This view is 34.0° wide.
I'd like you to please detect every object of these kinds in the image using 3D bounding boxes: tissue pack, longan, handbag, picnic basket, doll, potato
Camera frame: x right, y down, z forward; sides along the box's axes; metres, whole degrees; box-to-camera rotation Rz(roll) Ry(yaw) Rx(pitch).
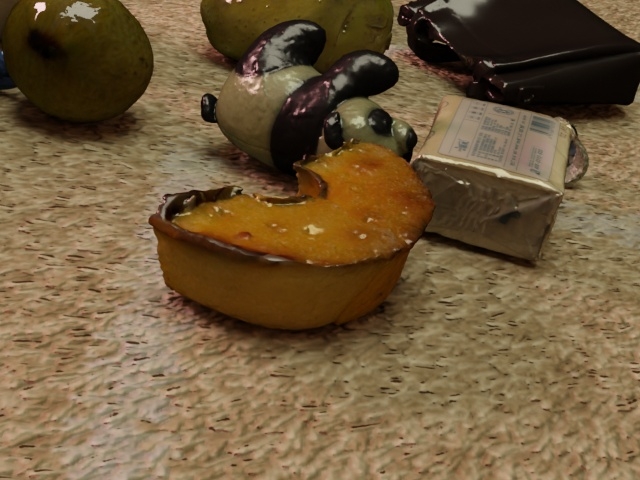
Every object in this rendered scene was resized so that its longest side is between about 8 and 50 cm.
[{"bbox_3d":[0.171,-0.069,1.060,0.148,0.092,0.196,16,28,9],"label":"tissue pack"},{"bbox_3d":[-0.251,-0.199,1.108,0.154,0.145,0.176,62,24,2],"label":"longan"},{"bbox_3d":[0.268,-0.268,1.433,0.257,0.113,0.285,-12,42,-25],"label":"handbag"},{"bbox_3d":[0.263,-0.099,1.174,0.083,0.065,0.083,24,39,-65],"label":"picnic basket"},{"bbox_3d":[-0.001,-0.122,1.067,0.234,0.143,0.135,27,57,26],"label":"doll"},{"bbox_3d":[-0.030,-0.288,1.347,0.248,0.143,0.169,3,32,4],"label":"potato"}]

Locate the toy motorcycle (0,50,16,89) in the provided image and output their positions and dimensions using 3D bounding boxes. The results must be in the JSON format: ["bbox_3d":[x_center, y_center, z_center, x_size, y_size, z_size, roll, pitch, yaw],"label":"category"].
[{"bbox_3d":[-0.424,-0.213,1.153,0.205,0.076,0.114,32,28,33],"label":"toy motorcycle"}]

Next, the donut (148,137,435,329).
[{"bbox_3d":[0.000,0.003,0.864,0.259,0.101,0.152,-18,40,-42],"label":"donut"}]

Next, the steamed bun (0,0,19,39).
[{"bbox_3d":[-0.411,-0.371,1.278,0.164,0.146,0.241,-8,67,-34],"label":"steamed bun"}]
